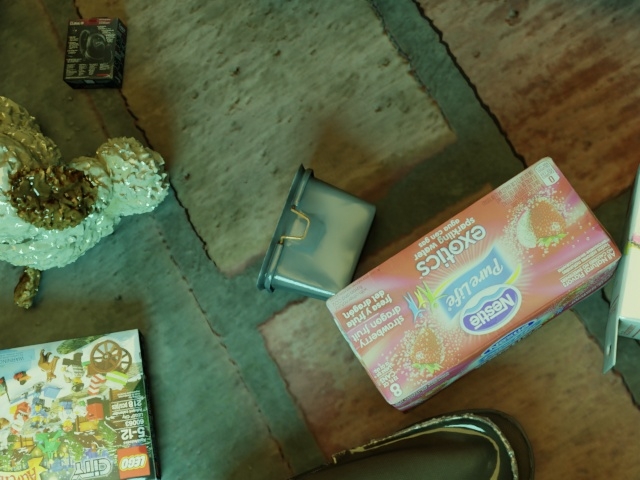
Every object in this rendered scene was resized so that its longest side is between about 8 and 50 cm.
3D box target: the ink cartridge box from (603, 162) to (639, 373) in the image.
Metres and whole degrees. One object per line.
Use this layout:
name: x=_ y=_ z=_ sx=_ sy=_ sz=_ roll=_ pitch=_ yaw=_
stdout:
ink cartridge box: x=0.318 y=0.031 z=1.001 sx=0.067 sy=0.115 sz=0.198 roll=10 pitch=81 yaw=13

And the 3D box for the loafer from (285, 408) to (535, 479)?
loafer: x=0.032 y=0.268 z=0.995 sx=0.365 sy=0.130 sz=0.134 roll=-26 pitch=74 yaw=4

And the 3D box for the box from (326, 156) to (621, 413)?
box: x=0.148 y=0.049 z=1.023 sx=0.256 sy=0.128 sz=0.123 roll=-33 pitch=73 yaw=2

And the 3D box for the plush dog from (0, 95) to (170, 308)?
plush dog: x=-0.319 y=-0.048 z=1.084 sx=0.262 sy=0.225 sz=0.211 roll=19 pitch=82 yaw=14

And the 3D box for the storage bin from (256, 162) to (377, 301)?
storage bin: x=0.000 y=0.000 z=1.086 sx=0.091 sy=0.098 sz=0.135 roll=19 pitch=81 yaw=4

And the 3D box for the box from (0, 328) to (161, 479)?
box: x=-0.292 y=0.189 z=1.096 sx=0.233 sy=0.044 sz=0.159 roll=-9 pitch=75 yaw=-4

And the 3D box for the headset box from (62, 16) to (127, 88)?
headset box: x=-0.259 y=-0.219 z=1.212 sx=0.062 sy=0.032 sz=0.083 roll=0 pitch=77 yaw=10
